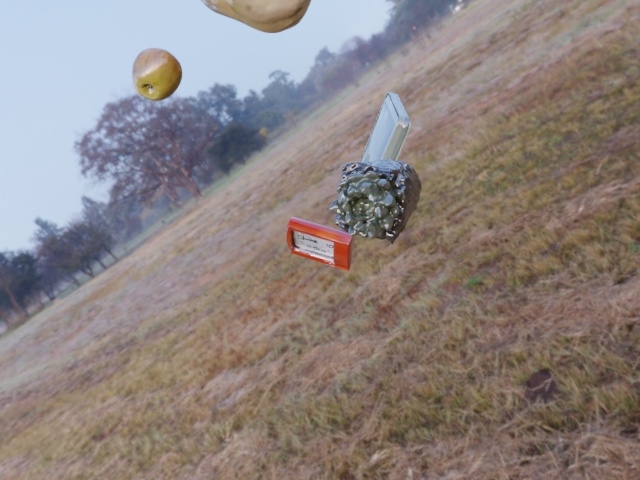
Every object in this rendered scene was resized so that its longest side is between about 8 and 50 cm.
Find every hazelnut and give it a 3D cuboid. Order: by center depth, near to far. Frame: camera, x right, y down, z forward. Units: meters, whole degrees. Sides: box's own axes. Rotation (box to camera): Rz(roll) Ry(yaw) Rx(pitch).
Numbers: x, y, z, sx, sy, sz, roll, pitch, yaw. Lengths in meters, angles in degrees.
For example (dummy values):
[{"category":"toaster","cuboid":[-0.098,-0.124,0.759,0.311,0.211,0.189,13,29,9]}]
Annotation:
[{"category":"hazelnut","cuboid":[-0.112,-0.490,0.896,0.261,0.261,0.241,-32,-29,-1]}]

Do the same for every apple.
[{"category":"apple","cuboid":[-0.268,-0.270,0.871,0.084,0.084,0.071,-22,51,51]}]

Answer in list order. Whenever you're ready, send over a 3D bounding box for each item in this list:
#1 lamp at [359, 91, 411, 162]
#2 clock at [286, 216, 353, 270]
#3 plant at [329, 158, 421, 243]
[{"category":"lamp","cuboid":[0.157,-0.235,1.404,0.269,0.047,0.267,-89,17,-60]},{"category":"clock","cuboid":[0.000,0.000,1.211,0.113,0.155,0.061,87,-158,-56]},{"category":"plant","cuboid":[0.094,-0.071,0.932,0.132,0.129,0.194,14,24,26]}]
